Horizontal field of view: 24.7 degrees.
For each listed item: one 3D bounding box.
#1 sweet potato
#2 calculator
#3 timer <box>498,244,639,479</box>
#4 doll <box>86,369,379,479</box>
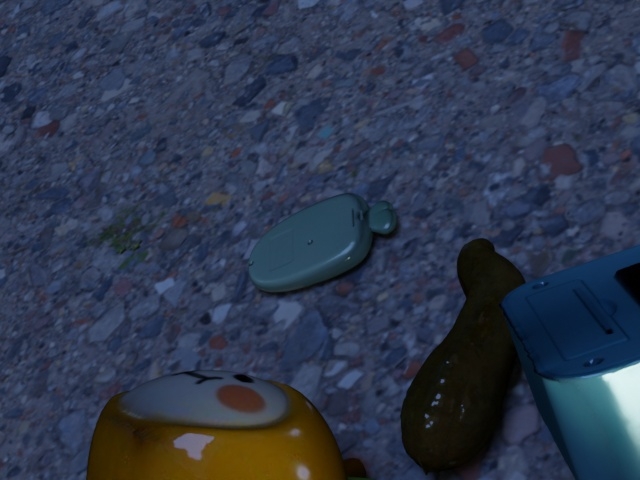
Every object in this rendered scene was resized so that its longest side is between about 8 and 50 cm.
[{"bbox_3d":[0.120,0.079,1.144,0.081,0.062,0.233,-8,43,33],"label":"sweet potato"},{"bbox_3d":[0.000,0.000,1.343,0.153,0.021,0.095,-24,40,21],"label":"calculator"},{"bbox_3d":[0.262,0.059,0.990,0.250,0.091,0.232,-22,12,4],"label":"timer"},{"bbox_3d":[-0.051,0.193,1.079,0.213,0.236,0.213,-1,88,58],"label":"doll"}]
